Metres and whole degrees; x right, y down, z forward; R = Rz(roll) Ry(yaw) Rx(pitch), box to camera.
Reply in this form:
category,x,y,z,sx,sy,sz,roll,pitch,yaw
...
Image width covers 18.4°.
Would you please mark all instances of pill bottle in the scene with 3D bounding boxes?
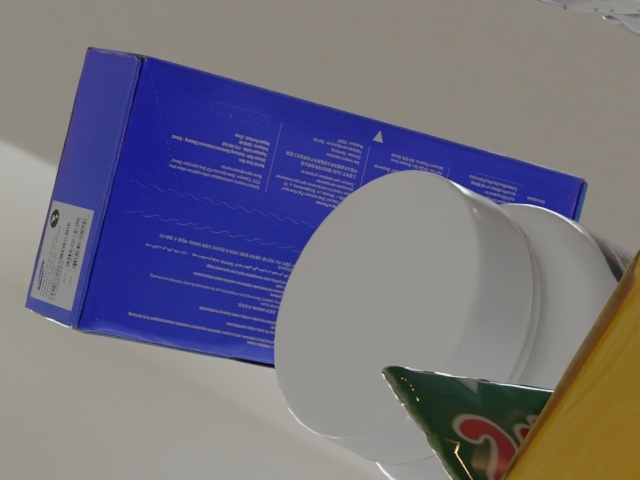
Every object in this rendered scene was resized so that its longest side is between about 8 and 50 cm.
category,x,y,z,sx,sy,sz,roll,pitch,yaw
pill bottle,0.122,0.077,1.010,0.161,0.283,0.161,-27,-129,38

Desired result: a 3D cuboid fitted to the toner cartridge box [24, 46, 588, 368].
category,x,y,z,sx,sy,sz,roll,pitch,yaw
toner cartridge box,0.000,0.000,1.238,0.075,0.348,0.165,18,-87,56

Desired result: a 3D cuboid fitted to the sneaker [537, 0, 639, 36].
category,x,y,z,sx,sy,sz,roll,pitch,yaw
sneaker,0.172,-0.153,1.131,0.232,0.115,0.090,9,-107,-9

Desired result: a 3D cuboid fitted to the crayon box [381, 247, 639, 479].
category,x,y,z,sx,sy,sz,roll,pitch,yaw
crayon box,0.169,0.104,0.383,0.202,0.081,0.318,12,-153,-36
